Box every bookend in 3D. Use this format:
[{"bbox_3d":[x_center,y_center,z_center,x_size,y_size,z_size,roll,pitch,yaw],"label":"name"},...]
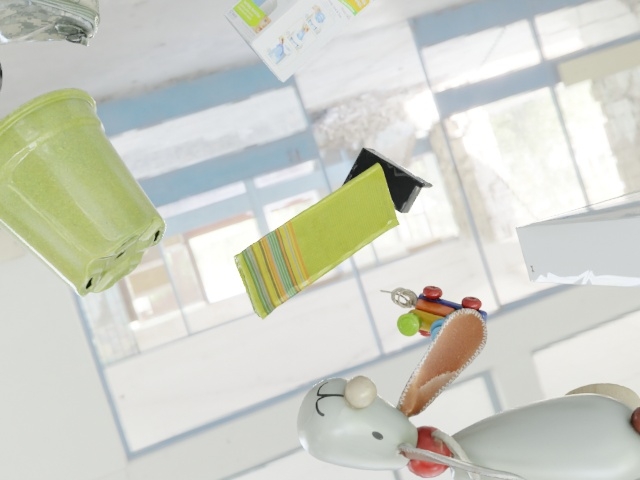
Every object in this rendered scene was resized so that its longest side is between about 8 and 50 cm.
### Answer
[{"bbox_3d":[0.126,-0.089,1.934,0.156,0.157,0.072,-62,163,13],"label":"bookend"}]

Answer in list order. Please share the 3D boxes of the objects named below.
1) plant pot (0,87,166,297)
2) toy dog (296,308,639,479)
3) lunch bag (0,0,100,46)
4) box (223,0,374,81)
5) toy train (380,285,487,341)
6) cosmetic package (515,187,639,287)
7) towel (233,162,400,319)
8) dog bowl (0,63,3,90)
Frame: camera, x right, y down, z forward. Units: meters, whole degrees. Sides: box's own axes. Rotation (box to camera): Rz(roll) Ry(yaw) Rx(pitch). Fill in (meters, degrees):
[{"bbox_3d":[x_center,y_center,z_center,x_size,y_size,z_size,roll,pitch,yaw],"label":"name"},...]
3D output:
[{"bbox_3d":[-0.396,-0.057,1.484,0.276,0.254,0.276,-42,172,-7],"label":"plant pot"},{"bbox_3d":[0.166,0.161,0.769,0.334,0.220,0.161,-2,136,-25],"label":"toy dog"},{"bbox_3d":[-0.419,-0.418,1.229,0.256,0.305,0.212,2,171,-20],"label":"lunch bag"},{"bbox_3d":[-0.034,-0.377,1.491,0.203,0.114,0.103,-41,139,3],"label":"box"},{"bbox_3d":[0.195,0.154,1.853,0.248,0.105,0.143,15,-162,29],"label":"toy train"},{"bbox_3d":[0.468,-0.022,1.211,0.284,0.097,0.377,-19,-177,-13],"label":"cosmetic package"},{"bbox_3d":[0.000,0.000,1.186,0.237,0.102,0.021,-34,-143,-21],"label":"towel"},{"bbox_3d":[-0.560,-0.130,1.000,0.408,0.150,0.408,-19,-139,17],"label":"dog bowl"}]
